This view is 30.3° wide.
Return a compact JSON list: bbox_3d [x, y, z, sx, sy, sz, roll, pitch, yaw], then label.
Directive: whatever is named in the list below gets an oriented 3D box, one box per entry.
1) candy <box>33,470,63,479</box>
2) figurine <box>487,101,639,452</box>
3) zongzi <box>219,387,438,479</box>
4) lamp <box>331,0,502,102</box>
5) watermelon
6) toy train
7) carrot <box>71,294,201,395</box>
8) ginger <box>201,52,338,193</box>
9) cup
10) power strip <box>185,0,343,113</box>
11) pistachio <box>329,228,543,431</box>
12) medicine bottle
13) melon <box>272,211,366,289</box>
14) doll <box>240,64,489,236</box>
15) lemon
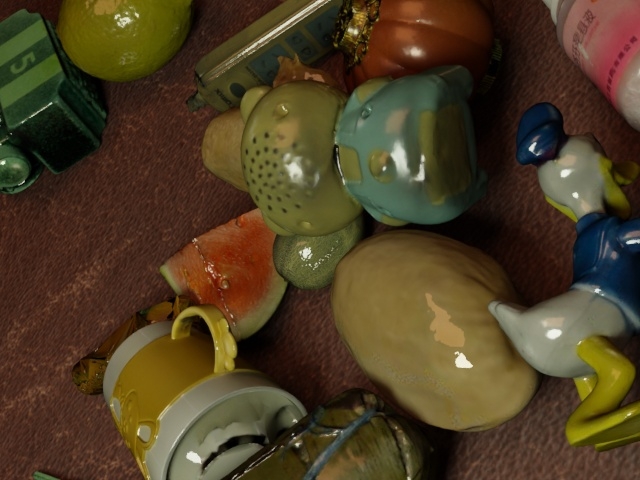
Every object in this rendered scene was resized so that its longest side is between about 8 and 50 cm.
[{"bbox_3d":[-0.273,0.325,1.448,0.305,0.083,0.091,3,82,47],"label":"candy"},{"bbox_3d":[0.287,0.001,1.104,0.283,0.204,0.338,-21,69,-5],"label":"figurine"},{"bbox_3d":[0.019,0.364,1.134,0.356,0.174,0.393,-38,57,-1],"label":"zongzi"},{"bbox_3d":[0.114,-0.234,1.403,0.223,0.196,0.223,-164,90,-75],"label":"lamp"},{"bbox_3d":[-0.106,0.051,1.471,0.193,0.137,0.145,-31,85,18],"label":"watermelon"},{"bbox_3d":[-0.470,-0.213,1.856,0.238,0.167,0.299,-32,50,4],"label":"toy train"},{"bbox_3d":[-0.238,0.137,1.502,0.228,0.069,0.069,-34,47,35],"label":"carrot"},{"bbox_3d":[-0.050,-0.126,1.481,0.267,0.138,0.152,-32,57,40],"label":"ginger"},{"bbox_3d":[-0.135,0.176,1.331,0.226,0.185,0.241,34,125,50],"label":"cup"},{"bbox_3d":[-0.030,-0.280,1.610,0.387,0.092,0.066,-31,47,18],"label":"power strip"},{"bbox_3d":[0.119,0.088,1.229,0.293,0.162,0.181,33,101,46],"label":"pistachio"},{"bbox_3d":[0.335,-0.233,1.280,0.147,0.147,0.247,-39,48,11],"label":"medicine bottle"},{"bbox_3d":[0.000,0.000,1.414,0.131,0.098,0.098,-49,46,-2],"label":"melon"},{"bbox_3d":[0.033,-0.093,1.290,0.260,0.177,0.161,-1,19,32],"label":"doll"},{"bbox_3d":[-0.287,-0.334,1.774,0.248,0.184,0.184,-15,56,24],"label":"lemon"}]
